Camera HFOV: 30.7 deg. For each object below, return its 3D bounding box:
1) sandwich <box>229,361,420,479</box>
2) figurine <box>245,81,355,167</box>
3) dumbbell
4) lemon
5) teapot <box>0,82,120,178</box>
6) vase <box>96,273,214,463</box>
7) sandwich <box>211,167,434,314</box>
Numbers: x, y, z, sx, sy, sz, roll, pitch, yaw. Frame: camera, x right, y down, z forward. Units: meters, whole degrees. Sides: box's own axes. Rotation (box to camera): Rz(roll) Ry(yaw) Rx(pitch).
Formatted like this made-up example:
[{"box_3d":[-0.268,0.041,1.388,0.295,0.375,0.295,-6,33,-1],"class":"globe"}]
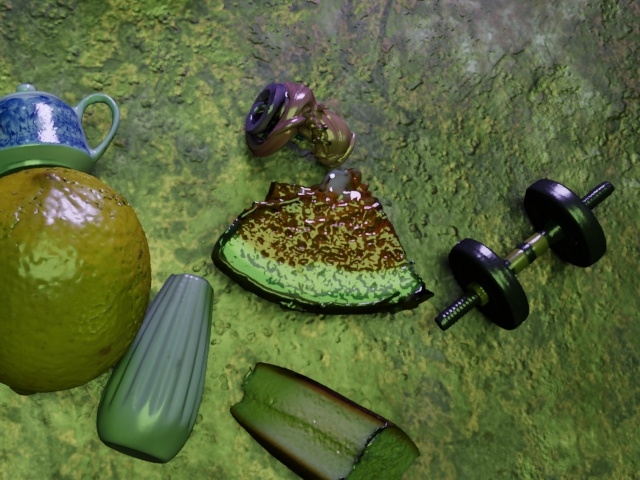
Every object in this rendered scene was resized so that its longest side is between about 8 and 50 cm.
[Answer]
[{"box_3d":[-0.001,0.257,1.560,0.235,0.128,0.122,27,73,40],"class":"sandwich"},{"box_3d":[-0.024,-0.161,1.621,0.157,0.126,0.114,12,123,-6],"class":"figurine"},{"box_3d":[0.287,0.018,1.628,0.325,0.143,0.143,-37,89,-12],"class":"dumbbell"},{"box_3d":[-0.341,0.054,1.461,0.257,0.258,0.310,9,109,-8],"class":"lemon"},{"box_3d":[-0.381,-0.142,1.545,0.231,0.159,0.159,-8,83,-6],"class":"teapot"},{"box_3d":[-0.207,0.163,1.541,0.128,0.128,0.248,19,70,-6],"class":"vase"},{"box_3d":[-0.010,0.010,1.604,0.292,0.109,0.212,-6,76,-13],"class":"sandwich"}]
